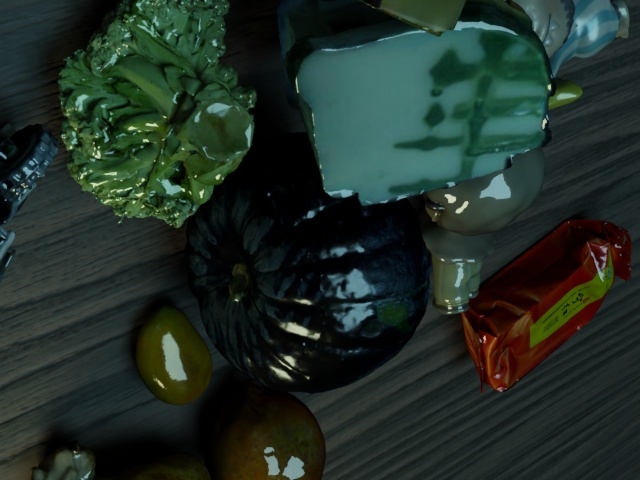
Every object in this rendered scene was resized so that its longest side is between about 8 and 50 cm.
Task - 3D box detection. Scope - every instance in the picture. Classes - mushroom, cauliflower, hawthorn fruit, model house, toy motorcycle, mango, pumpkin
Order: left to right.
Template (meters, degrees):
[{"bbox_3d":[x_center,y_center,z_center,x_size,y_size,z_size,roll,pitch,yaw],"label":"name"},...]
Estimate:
[{"bbox_3d":[-0.438,-0.011,1.152,0.327,0.188,0.143,-55,129,-19],"label":"toy motorcycle"},{"bbox_3d":[-0.317,0.441,1.553,0.345,0.259,0.345,-42,165,-14],"label":"mushroom"},{"bbox_3d":[-0.224,0.175,1.510,0.111,0.089,0.163,-48,130,-22],"label":"mango"},{"bbox_3d":[-0.176,-0.148,1.205,0.272,0.250,0.275,-44,133,-11],"label":"cauliflower"},{"bbox_3d":[-0.095,0.323,1.663,0.208,0.208,0.248,-21,110,-30],"label":"hawthorn fruit"},{"bbox_3d":[-0.022,0.029,1.383,0.266,0.363,0.363,-12,125,-37],"label":"pumpkin"},{"bbox_3d":[0.090,-0.247,1.252,0.295,0.329,0.251,-15,134,-3],"label":"model house"}]

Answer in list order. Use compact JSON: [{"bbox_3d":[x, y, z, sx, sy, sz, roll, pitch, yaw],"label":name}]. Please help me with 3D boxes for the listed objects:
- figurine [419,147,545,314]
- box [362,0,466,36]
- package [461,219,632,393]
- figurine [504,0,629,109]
[{"bbox_3d":[0.247,-0.056,1.675,0.248,0.203,0.380,-20,131,-35],"label":"figurine"},{"bbox_3d":[0.053,-0.459,1.060,0.138,0.420,0.373,12,110,-39],"label":"box"},{"bbox_3d":[0.451,0.119,2.034,0.423,0.123,0.196,-36,138,-17],"label":"package"},{"bbox_3d":[0.279,-0.394,1.432,0.361,0.266,0.377,-34,136,-27],"label":"figurine"}]
